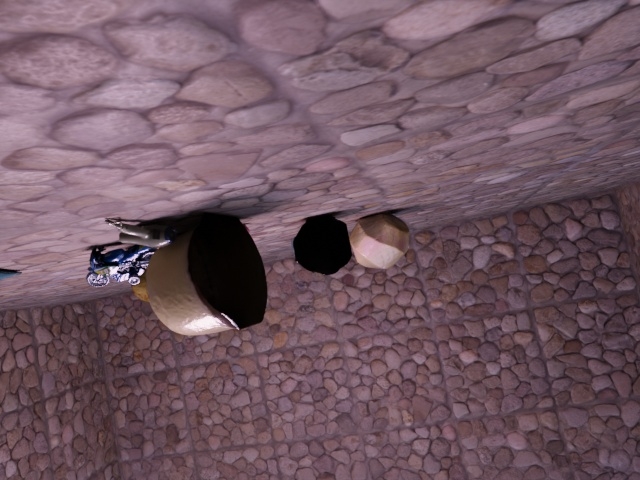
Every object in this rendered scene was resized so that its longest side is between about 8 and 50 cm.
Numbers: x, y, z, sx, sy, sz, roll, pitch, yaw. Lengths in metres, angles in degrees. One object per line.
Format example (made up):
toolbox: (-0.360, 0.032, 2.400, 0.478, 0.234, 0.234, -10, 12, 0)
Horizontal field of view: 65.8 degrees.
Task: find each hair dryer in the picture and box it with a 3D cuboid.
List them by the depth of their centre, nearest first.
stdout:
hair dryer: (-0.479, -0.018, 1.223, 0.167, 0.068, 0.199, -8, 167, 36)

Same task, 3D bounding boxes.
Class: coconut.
coconut: (0.241, 0.005, 2.087, 0.258, 0.260, 0.259, -11, 175, -1)

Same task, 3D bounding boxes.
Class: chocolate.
chocolate: (-0.335, 0.120, 1.377, 0.296, 0.315, 0.326, -20, 175, 13)
chocolate: (0.000, 0.000, 1.840, 0.206, 0.225, 0.177, -12, -162, 1)

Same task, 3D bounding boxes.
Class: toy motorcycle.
toy motorcycle: (-0.593, 0.060, 1.483, 0.254, 0.092, 0.136, -19, 131, -2)

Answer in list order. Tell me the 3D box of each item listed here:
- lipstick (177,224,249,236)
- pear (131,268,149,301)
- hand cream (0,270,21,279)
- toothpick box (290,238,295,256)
lipstick: (-0.332, -0.014, 1.549, 0.234, 0.054, 0.053, -11, 176, -27)
pear: (-0.538, 0.110, 1.660, 0.211, 0.189, 0.228, -14, -170, -21)
hand cream: (-1.007, 0.111, 1.537, 0.083, 0.048, 0.224, -13, -179, -13)
toothpick box: (-0.113, 0.032, 2.388, 0.052, 0.084, 0.052, -11, 176, -1)
